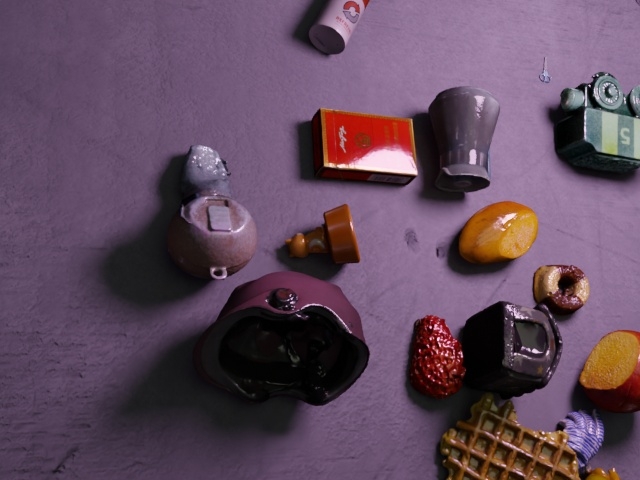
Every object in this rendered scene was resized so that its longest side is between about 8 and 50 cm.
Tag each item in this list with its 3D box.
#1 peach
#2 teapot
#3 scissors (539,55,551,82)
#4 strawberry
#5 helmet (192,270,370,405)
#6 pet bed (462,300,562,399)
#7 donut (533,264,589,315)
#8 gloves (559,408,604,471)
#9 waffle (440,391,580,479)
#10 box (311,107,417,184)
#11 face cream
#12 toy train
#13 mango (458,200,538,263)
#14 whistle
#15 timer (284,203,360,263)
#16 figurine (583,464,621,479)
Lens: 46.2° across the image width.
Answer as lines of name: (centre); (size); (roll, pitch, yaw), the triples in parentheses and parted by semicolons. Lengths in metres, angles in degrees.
peach: (0.697, 0.300, 1.727); (0.192, 0.190, 0.190); (-1, 72, -19)
teapot: (0.353, -0.235, 1.814); (0.203, 0.171, 0.225); (18, 70, -46)
scissors: (0.619, -0.471, 2.065); (0.036, 0.006, 0.083); (12, 68, -14)
strawberry: (0.254, 0.251, 1.641); (0.121, 0.082, 0.188); (-2, 75, -17)
helmet: (-0.073, 0.172, 1.469); (0.338, 0.271, 0.197); (9, 39, -11)
pet bed: (0.421, 0.242, 1.630); (0.159, 0.211, 0.183); (12, 65, -13)
donut: (0.587, 0.115, 1.822); (0.140, 0.059, 0.141); (5, 73, -17)
gloves: (0.567, 0.463, 1.680); (0.229, 0.097, 0.119); (-47, 121, -31)
waffle: (0.405, 0.481, 1.585); (0.281, 0.058, 0.301); (-40, 79, -7)
box: (0.102, -0.218, 1.758); (0.239, 0.074, 0.153); (3, 74, -20)
face cream: (0.056, -0.568, 1.847); (0.095, 0.096, 0.214); (29, 64, -8)
toy train: (0.764, -0.302, 1.982); (0.299, 0.167, 0.238); (8, 79, -15)
mango: (0.414, -0.012, 1.782); (0.217, 0.102, 0.141); (-28, 106, -23)
whistle: (-0.231, -0.050, 1.551); (0.189, 0.189, 0.348); (2, 50, -19)
timer: (0.000, 0.000, 1.632); (0.152, 0.132, 0.132); (-13, 75, 2)
figurine: (0.641, 0.565, 1.622); (0.121, 0.176, 0.122); (-38, 99, -24)
